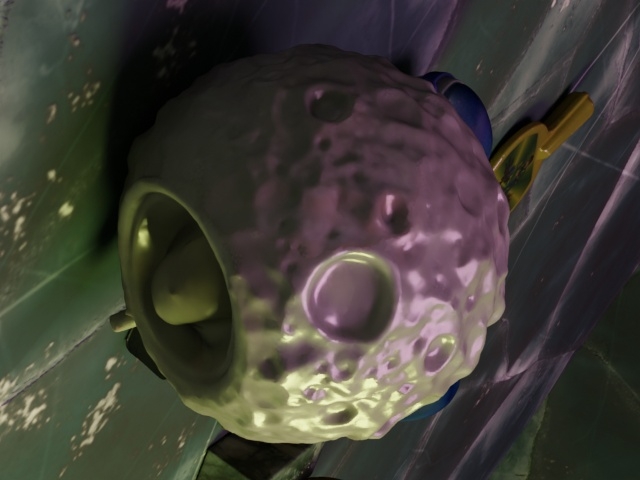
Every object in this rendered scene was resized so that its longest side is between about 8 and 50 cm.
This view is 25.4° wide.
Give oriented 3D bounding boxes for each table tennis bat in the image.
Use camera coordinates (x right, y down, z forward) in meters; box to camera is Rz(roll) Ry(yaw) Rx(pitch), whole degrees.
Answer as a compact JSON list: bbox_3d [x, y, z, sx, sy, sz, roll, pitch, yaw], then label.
[{"bbox_3d":[0.322,-0.130,2.223,0.321,0.050,0.198,-43,155,-26],"label":"table tennis bat"}]

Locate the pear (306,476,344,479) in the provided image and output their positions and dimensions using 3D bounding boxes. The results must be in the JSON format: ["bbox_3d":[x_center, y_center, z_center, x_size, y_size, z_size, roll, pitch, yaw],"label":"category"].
[{"bbox_3d":[-0.002,0.463,1.910,0.281,0.280,0.281,-48,159,-25],"label":"pear"}]

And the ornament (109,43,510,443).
[{"bbox_3d":[0.000,0.000,1.190,0.337,0.337,0.337,-48,159,-25],"label":"ornament"}]

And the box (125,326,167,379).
[{"bbox_3d":[-0.131,0.079,1.386,0.069,0.084,0.122,1,120,-57],"label":"box"}]

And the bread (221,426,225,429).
[{"bbox_3d":[0.005,0.160,1.757,0.251,0.133,0.174,-42,154,-36],"label":"bread"}]

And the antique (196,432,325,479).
[{"bbox_3d":[-0.072,0.284,1.835,0.183,0.086,0.088,-32,149,-51],"label":"antique"}]

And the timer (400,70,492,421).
[{"bbox_3d":[0.080,-0.027,1.544,0.270,0.270,0.384,90,23,-58],"label":"timer"}]
